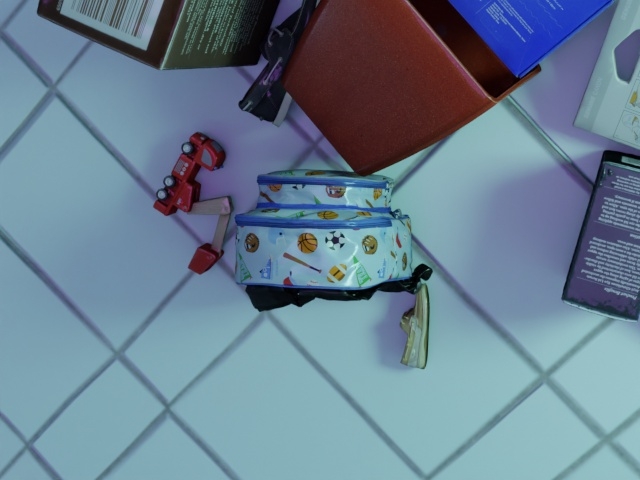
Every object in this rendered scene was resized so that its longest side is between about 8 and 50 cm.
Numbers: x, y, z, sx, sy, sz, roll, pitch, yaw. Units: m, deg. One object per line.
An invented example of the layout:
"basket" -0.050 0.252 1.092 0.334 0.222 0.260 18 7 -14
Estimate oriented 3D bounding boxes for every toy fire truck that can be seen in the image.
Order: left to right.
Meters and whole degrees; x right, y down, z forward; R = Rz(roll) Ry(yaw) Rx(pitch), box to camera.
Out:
"toy fire truck" -0.187 -0.059 1.806 0.135 0.047 0.192 33 106 7

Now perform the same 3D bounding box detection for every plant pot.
"plant pot" 0.109 -0.242 1.596 0.267 0.267 0.236 49 120 2

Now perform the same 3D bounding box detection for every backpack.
"backpack" 0.000 0.000 1.653 0.276 0.263 0.213 -4 99 17

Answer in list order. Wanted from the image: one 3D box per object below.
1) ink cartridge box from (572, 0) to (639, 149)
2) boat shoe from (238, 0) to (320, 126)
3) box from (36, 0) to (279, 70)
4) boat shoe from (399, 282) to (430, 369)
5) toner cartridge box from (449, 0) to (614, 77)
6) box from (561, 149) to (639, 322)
"ink cartridge box" 0.499 -0.223 1.500 0.261 0.066 0.296 26 140 14
"boat shoe" -0.052 -0.287 1.705 0.079 0.084 0.233 23 107 -2
"box" -0.204 -0.333 1.586 0.191 0.381 0.143 25 103 9
"boat shoe" 0.143 0.131 1.750 0.045 0.050 0.135 4 101 9
"toner cartridge box" 0.208 -0.395 1.478 0.165 0.075 0.348 -39 98 30
"box" 0.417 -0.009 1.597 0.108 0.153 0.207 16 105 11
